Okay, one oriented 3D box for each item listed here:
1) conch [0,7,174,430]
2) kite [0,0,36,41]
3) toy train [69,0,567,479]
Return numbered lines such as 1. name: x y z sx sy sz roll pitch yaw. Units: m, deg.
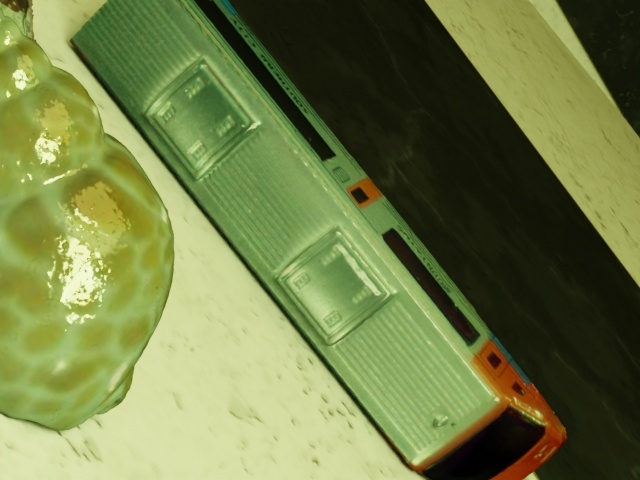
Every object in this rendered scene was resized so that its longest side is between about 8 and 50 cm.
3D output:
1. conch: -0.123 -0.002 0.675 0.116 0.106 0.173 12 54 -31
2. kite: -0.239 -0.174 0.844 0.323 0.013 0.268 52 21 5
3. toy train: 0.000 0.000 0.929 0.409 0.086 0.089 52 22 3
